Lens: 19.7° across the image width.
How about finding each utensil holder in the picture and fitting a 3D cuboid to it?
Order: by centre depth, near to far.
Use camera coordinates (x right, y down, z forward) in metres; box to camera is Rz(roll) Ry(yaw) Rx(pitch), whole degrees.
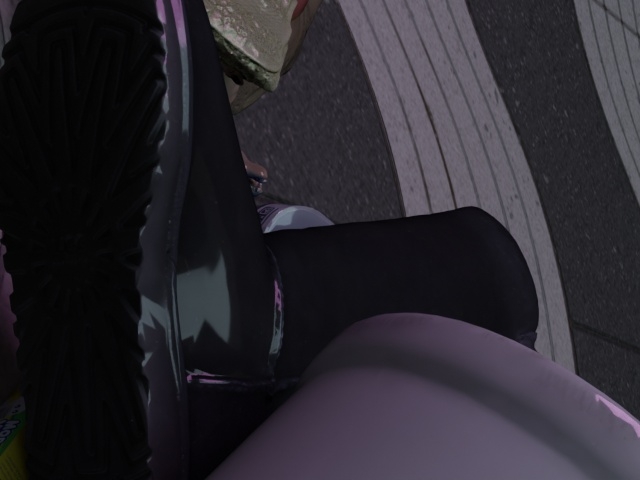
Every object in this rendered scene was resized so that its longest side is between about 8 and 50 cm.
[{"bbox_3d":[-0.001,0.279,0.924,0.385,0.327,0.328,-41,117,-29],"label":"utensil holder"}]

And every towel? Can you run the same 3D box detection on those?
[{"bbox_3d":[-0.077,-0.173,1.242,0.148,0.027,0.110,34,39,-26],"label":"towel"}]

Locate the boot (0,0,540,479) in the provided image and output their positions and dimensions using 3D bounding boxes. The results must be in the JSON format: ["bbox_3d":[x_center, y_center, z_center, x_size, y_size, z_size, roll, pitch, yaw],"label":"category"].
[{"bbox_3d":[0.000,0.002,1.217,0.445,0.146,0.367,0,92,-49],"label":"boot"}]

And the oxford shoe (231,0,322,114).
[{"bbox_3d":[-0.054,-0.209,1.503,0.348,0.123,0.130,-64,171,-64],"label":"oxford shoe"}]

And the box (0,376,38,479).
[{"bbox_3d":[-0.173,0.160,1.103,0.105,0.043,0.179,63,30,-20],"label":"box"}]

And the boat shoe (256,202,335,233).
[{"bbox_3d":[0.016,0.083,1.443,0.306,0.105,0.113,42,69,-33],"label":"boat shoe"}]

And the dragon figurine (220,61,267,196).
[{"bbox_3d":[-0.130,-0.137,1.301,0.289,0.144,0.085,45,36,-13],"label":"dragon figurine"}]
